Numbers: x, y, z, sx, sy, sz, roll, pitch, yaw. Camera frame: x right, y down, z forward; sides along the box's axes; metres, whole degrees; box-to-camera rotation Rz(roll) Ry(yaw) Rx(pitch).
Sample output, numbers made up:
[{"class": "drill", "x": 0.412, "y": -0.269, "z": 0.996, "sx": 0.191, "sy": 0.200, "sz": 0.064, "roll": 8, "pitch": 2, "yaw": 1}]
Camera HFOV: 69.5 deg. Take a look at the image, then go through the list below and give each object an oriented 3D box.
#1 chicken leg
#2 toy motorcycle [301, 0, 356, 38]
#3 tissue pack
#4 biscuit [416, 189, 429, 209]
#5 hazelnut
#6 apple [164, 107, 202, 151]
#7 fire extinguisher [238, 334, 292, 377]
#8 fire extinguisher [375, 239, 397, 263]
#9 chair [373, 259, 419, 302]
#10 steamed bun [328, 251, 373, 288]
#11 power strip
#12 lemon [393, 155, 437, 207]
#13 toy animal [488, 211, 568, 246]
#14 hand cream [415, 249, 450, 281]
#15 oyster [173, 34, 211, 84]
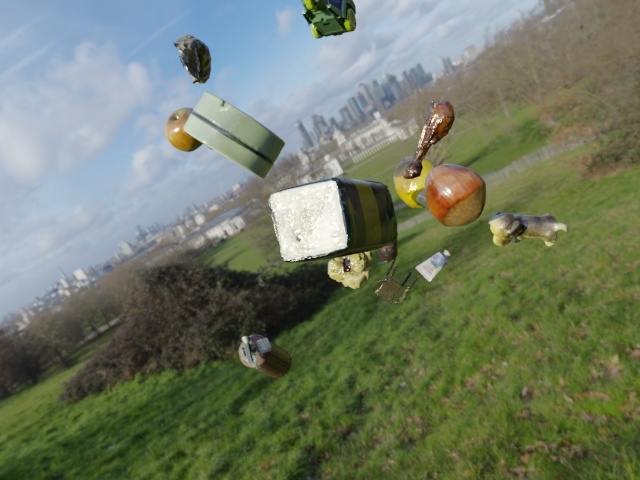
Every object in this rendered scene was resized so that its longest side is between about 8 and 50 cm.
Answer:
[{"class": "chicken leg", "x": 0.379, "y": -0.351, "z": 1.641, "sx": 0.304, "sy": 0.093, "sz": 0.113, "roll": -64, "pitch": 31, "yaw": 21}, {"class": "toy motorcycle", "x": 0.017, "y": -1.025, "z": 1.978, "sx": 0.191, "sy": 0.199, "sz": 0.326, "roll": 0, "pitch": -6, "yaw": 25}, {"class": "tissue pack", "x": 0.056, "y": -0.068, "z": 1.553, "sx": 0.264, "sy": 0.253, "sz": 0.417, "roll": -13, "pitch": -2, "yaw": 31}, {"class": "biscuit", "x": 0.447, "y": -0.125, "z": 1.750, "sx": 0.056, "sy": 0.188, "sz": 0.052, "roll": -27, "pitch": -36, "yaw": -34}, {"class": "hazelnut", "x": 0.404, "y": -0.141, "z": 1.411, "sx": 0.176, "sy": 0.214, "sz": 0.214, "roll": -35, "pitch": 11, "yaw": -10}, {"class": "apple", "x": -0.530, "y": -0.440, "z": 1.842, "sx": 0.183, "sy": 0.155, "sz": 0.182, "roll": -16, "pitch": 47, "yaw": 18}, {"class": "fire extinguisher", "x": -0.164, "y": 0.336, "z": 1.334, "sx": 0.105, "sy": 0.104, "sz": 0.269, "roll": -30, "pitch": -28, "yaw": 0}, {"class": "fire extinguisher", "x": 0.371, "y": 0.015, "z": 2.608, "sx": 0.136, "sy": 0.337, "sz": 0.114, "roll": 4, "pitch": 45, "yaw": 17}, {"class": "chair", "x": 0.366, "y": 0.216, "z": 2.281, "sx": 0.213, "sy": 0.174, "sz": 0.149, "roll": -59, "pitch": 6, "yaw": 8}, {"class": "steamed bun", "x": 0.107, "y": 0.104, "z": 1.822, "sx": 0.106, "sy": 0.192, "sz": 0.178, "roll": -10, "pitch": 26, "yaw": -42}, {"class": "power strip", "x": -0.300, "y": -0.367, "z": 1.653, "sx": 0.161, "sy": 0.358, "sz": 0.357, "roll": -58, "pitch": 9, "yaw": 4}, {"class": "lemon", "x": 0.471, "y": -0.283, "z": 2.219, "sx": 0.234, "sy": 0.288, "sz": 0.233, "roll": -24, "pitch": -20, "yaw": -9}, {"class": "toy animal", "x": 0.679, "y": -0.038, "z": 1.536, "sx": 0.234, "sy": 0.121, "sz": 0.169, "roll": 2, "pitch": -3, "yaw": 14}, {"class": "hand cream", "x": 0.470, "y": 0.094, "z": 1.884, "sx": 0.142, "sy": 0.084, "sz": 0.053, "roll": -40, "pitch": -29, "yaw": -2}, {"class": "oyster", "x": -0.388, "y": -0.553, "z": 1.448, "sx": 0.094, "sy": 0.166, "sz": 0.294, "roll": -12, "pitch": 33, "yaw": -5}]
